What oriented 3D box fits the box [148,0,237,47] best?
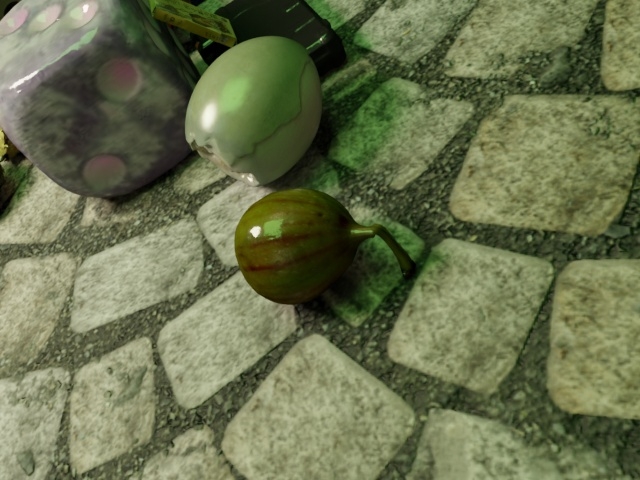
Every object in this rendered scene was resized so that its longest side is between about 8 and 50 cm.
[{"bbox_3d":[-0.205,-0.358,1.168,0.020,0.149,0.073,-56,38,28],"label":"box"}]

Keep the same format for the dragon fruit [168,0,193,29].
[{"bbox_3d":[-0.431,-0.403,1.369,0.343,0.100,0.282,-48,57,12],"label":"dragon fruit"}]

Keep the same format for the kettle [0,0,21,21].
[{"bbox_3d":[-0.787,-0.425,1.565,0.376,0.250,0.361,4,56,34],"label":"kettle"}]

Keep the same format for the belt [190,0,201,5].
[{"bbox_3d":[-0.289,-0.585,1.490,0.347,0.117,0.212,-34,46,3],"label":"belt"}]

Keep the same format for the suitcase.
[{"bbox_3d":[-0.097,-0.334,1.225,0.206,0.066,0.285,-34,46,3],"label":"suitcase"}]

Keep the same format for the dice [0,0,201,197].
[{"bbox_3d":[-0.356,-0.254,1.169,0.271,0.270,0.270,-31,47,6],"label":"dice"}]

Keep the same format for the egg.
[{"bbox_3d":[-0.085,-0.193,1.029,0.183,0.183,0.217,25,80,40],"label":"egg"}]

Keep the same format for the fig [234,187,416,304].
[{"bbox_3d":[-0.012,0.005,0.866,0.186,0.148,0.142,-16,5,37],"label":"fig"}]

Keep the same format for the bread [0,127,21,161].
[{"bbox_3d":[-0.585,-0.280,1.351,0.160,0.260,0.147,45,57,6],"label":"bread"}]

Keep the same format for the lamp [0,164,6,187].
[{"bbox_3d":[-0.718,-0.084,1.324,0.274,0.177,0.177,-23,48,10],"label":"lamp"}]
